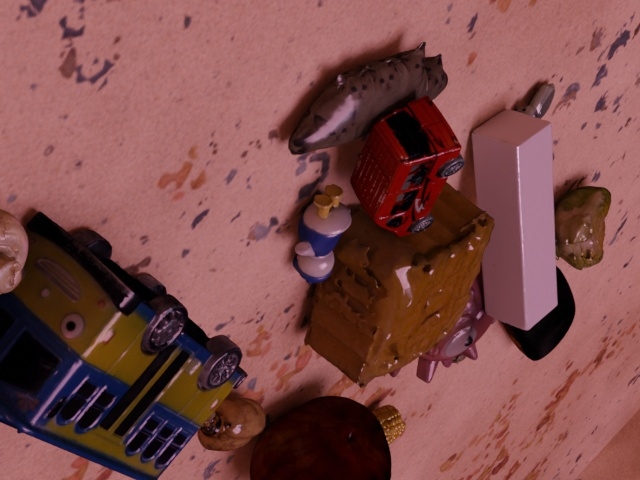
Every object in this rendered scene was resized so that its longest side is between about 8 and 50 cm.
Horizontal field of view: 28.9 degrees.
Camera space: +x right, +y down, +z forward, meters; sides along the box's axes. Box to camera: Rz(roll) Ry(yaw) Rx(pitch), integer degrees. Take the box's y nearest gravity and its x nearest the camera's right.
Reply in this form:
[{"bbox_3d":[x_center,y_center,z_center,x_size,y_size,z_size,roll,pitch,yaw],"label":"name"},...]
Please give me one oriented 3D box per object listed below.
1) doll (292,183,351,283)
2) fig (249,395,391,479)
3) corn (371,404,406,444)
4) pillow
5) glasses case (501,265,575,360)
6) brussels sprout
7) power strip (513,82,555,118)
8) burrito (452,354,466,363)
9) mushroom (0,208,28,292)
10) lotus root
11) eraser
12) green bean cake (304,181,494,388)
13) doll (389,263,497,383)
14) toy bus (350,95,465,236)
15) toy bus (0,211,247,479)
[{"bbox_3d":[0.000,0.000,1.413,0.099,0.057,0.143,-43,157,-39],"label":"doll"},{"bbox_3d":[-0.012,0.336,1.693,0.204,0.186,0.250,-48,168,-50],"label":"fig"},{"bbox_3d":[0.048,0.319,1.879,0.206,0.067,0.067,-34,149,-30],"label":"corn"},{"bbox_3d":[0.060,-0.157,1.314,0.241,0.051,0.093,-26,144,-37],"label":"pillow"},{"bbox_3d":[0.373,0.122,2.125,0.122,0.082,0.321,-48,155,-4],"label":"glasses case"},{"bbox_3d":[0.416,-0.026,1.998,0.181,0.100,0.139,7,108,-58],"label":"brussels sprout"},{"bbox_3d":[0.288,-0.183,1.673,0.083,0.035,0.055,-46,157,-41],"label":"power strip"},{"bbox_3d":[0.208,0.135,1.928,0.051,0.042,0.171,-30,146,-18],"label":"burrito"},{"bbox_3d":[-0.270,0.014,0.992,0.083,0.067,0.084,-36,143,-33],"label":"mushroom"},{"bbox_3d":[-0.111,0.222,1.510,0.072,0.063,0.152,-28,165,14],"label":"lotus root"},{"bbox_3d":[0.265,-0.025,1.678,0.078,0.076,0.298,-35,132,-33],"label":"eraser"},{"bbox_3d":[0.101,0.051,1.551,0.229,0.131,0.224,-25,142,-43],"label":"green bean cake"},{"bbox_3d":[0.186,0.102,1.785,0.262,0.093,0.211,-35,137,-29],"label":"doll"},{"bbox_3d":[0.086,-0.069,1.369,0.089,0.081,0.195,-22,158,-23],"label":"toy bus"},{"bbox_3d":[-0.201,0.107,1.141,0.175,0.138,0.288,-50,154,-5],"label":"toy bus"}]
